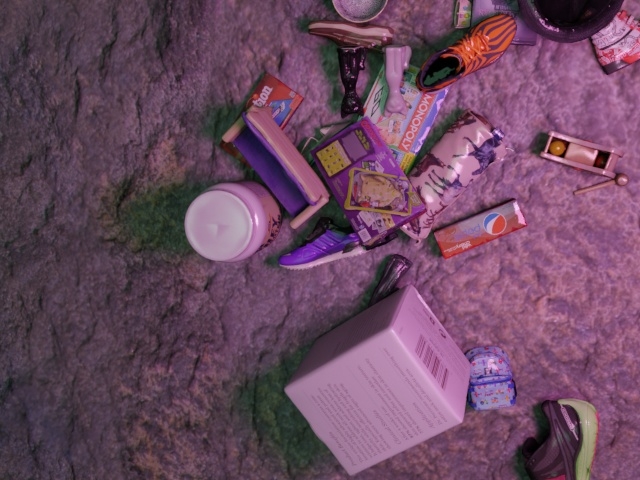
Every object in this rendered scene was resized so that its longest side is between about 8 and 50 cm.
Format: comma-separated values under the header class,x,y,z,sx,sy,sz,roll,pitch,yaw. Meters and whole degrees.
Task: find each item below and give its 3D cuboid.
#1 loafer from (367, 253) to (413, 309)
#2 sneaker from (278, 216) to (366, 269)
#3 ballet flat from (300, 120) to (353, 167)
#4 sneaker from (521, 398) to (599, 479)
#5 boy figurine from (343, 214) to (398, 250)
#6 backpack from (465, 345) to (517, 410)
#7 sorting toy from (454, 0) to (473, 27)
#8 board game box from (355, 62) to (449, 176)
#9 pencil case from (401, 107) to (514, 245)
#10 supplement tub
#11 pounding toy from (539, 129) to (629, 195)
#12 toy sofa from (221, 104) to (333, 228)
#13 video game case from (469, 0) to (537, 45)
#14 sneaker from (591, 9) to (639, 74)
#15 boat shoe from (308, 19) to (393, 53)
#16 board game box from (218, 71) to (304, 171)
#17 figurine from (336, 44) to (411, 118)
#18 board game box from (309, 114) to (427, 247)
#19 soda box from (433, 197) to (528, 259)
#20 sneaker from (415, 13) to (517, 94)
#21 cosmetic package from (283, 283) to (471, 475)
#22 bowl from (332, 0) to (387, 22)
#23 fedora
class,x,y,z,sx,sy,sz,roll,pitch,yaw
loafer,0.215,0.151,1.975,0.078,0.076,0.223,27,98,15
sneaker,0.000,0.000,1.985,0.293,0.102,0.146,-14,95,4
ballet flat,0.006,-0.309,1.955,0.213,0.072,0.068,-43,84,13
sneaker,0.718,0.706,1.935,0.202,0.185,0.482,11,96,26
boy figurine,0.126,-0.114,1.924,0.092,0.177,0.285,-34,81,51
backpack,0.518,0.419,1.940,0.158,0.117,0.173,-5,94,10
sorting toy,0.434,-0.661,1.850,0.075,0.045,0.083,5,98,2
board game box,0.233,-0.373,1.919,0.213,0.046,0.317,26,101,6
pencil case,0.368,-0.183,1.863,0.183,0.160,0.410,45,102,15
supplement tub,-0.256,-0.061,1.902,0.235,0.325,0.235,1,98,10
pounding toy,0.754,-0.203,1.796,0.270,0.154,0.154,19,100,7
toy sofa,-0.132,-0.221,1.891,0.150,0.177,0.362,-39,88,26
video game case,0.537,-0.709,1.817,0.196,0.026,0.274,3,97,0
sneaker,0.896,-0.590,1.752,0.270,0.090,0.145,-27,95,15
boat shoe,0.086,-0.602,1.892,0.257,0.095,0.095,8,105,8
board game box,-0.189,-0.376,2.002,0.145,0.027,0.281,36,102,5
figurine,0.158,-0.463,1.854,0.215,0.092,0.209,2,113,10
board game box,0.135,-0.175,1.841,0.208,0.056,0.347,-32,68,11
soda box,0.479,-0.035,1.901,0.263,0.083,0.092,-23,92,13
sneaker,0.410,-0.512,1.749,0.321,0.180,0.124,-37,94,14
cosmetic package,0.175,0.399,1.842,0.394,0.327,0.329,-34,96,24
bowl,0.122,-0.727,1.873,0.170,0.080,0.170,1,97,10
fedora,0.670,-0.704,1.731,0.334,0.152,0.334,-1,98,-5
